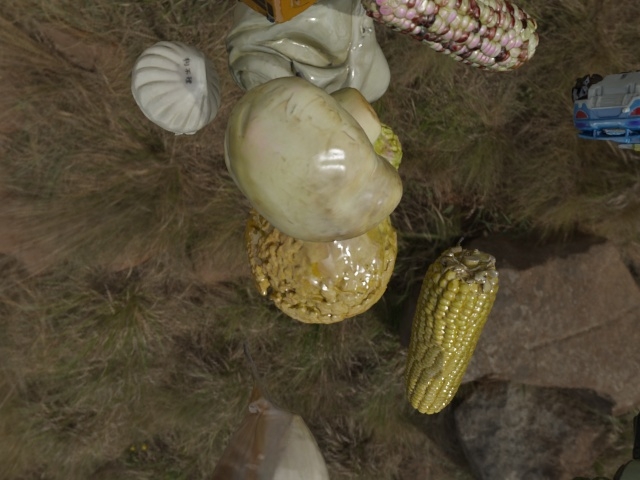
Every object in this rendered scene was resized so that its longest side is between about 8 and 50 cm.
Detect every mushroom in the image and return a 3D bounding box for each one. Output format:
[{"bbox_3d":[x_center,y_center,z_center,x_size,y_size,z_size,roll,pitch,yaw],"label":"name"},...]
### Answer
[{"bbox_3d":[-0.007,-0.059,0.383,0.112,0.148,0.148,-43,118,-15],"label":"mushroom"}]

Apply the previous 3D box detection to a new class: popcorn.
[{"bbox_3d":[0.133,-0.272,1.625,0.259,0.259,0.212,30,158,-16],"label":"popcorn"}]

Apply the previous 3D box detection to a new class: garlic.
[{"bbox_3d":[-0.053,0.188,0.369,0.090,0.128,0.198,14,93,-46],"label":"garlic"}]

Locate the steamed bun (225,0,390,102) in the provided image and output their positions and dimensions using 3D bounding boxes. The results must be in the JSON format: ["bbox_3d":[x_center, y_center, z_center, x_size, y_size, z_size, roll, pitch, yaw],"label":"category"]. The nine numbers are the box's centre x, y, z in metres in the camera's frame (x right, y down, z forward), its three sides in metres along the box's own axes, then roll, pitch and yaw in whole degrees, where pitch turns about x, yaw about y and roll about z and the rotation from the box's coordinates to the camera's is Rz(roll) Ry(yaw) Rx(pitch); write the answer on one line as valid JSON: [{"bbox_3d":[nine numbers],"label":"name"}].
[{"bbox_3d":[-0.054,-0.395,1.091,0.342,0.255,0.368,12,145,32],"label":"steamed bun"}]

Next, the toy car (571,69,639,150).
[{"bbox_3d":[0.642,-0.260,0.988,0.314,0.198,0.166,-16,108,-31],"label":"toy car"}]

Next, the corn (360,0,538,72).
[{"bbox_3d":[0.175,-0.288,0.663,0.280,0.092,0.092,5,128,-31],"label":"corn"}]

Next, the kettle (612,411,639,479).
[{"bbox_3d":[0.602,0.361,0.647,0.250,0.361,0.376,39,145,-26],"label":"kettle"}]

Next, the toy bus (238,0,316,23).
[{"bbox_3d":[-0.051,-0.348,0.557,0.114,0.098,0.201,43,164,18],"label":"toy bus"}]

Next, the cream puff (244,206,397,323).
[{"bbox_3d":[0.000,0.000,0.568,0.189,0.129,0.189,0,89,16],"label":"cream puff"}]

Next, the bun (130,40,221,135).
[{"bbox_3d":[-0.373,-0.442,1.409,0.175,0.263,0.263,-12,129,49],"label":"bun"}]

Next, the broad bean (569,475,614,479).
[{"bbox_3d":[0.272,0.281,0.519,0.039,0.069,0.227,-1,138,10],"label":"broad bean"}]

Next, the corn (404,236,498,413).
[{"bbox_3d":[0.187,0.144,0.776,0.106,0.106,0.305,6,125,-2],"label":"corn"}]
